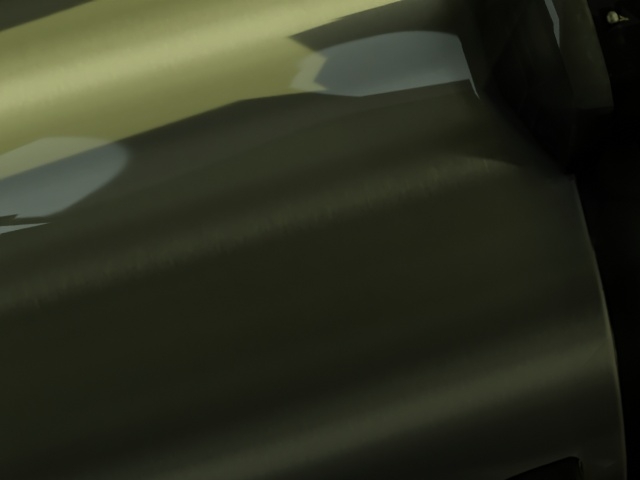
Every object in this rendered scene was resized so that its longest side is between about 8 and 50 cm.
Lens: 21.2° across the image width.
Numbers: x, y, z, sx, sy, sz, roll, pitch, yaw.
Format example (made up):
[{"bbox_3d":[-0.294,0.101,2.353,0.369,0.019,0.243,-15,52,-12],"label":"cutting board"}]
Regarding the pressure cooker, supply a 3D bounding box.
[{"bbox_3d":[-0.002,-0.006,0.735,0.420,0.375,0.370,-16,30,-8],"label":"pressure cooker"}]
